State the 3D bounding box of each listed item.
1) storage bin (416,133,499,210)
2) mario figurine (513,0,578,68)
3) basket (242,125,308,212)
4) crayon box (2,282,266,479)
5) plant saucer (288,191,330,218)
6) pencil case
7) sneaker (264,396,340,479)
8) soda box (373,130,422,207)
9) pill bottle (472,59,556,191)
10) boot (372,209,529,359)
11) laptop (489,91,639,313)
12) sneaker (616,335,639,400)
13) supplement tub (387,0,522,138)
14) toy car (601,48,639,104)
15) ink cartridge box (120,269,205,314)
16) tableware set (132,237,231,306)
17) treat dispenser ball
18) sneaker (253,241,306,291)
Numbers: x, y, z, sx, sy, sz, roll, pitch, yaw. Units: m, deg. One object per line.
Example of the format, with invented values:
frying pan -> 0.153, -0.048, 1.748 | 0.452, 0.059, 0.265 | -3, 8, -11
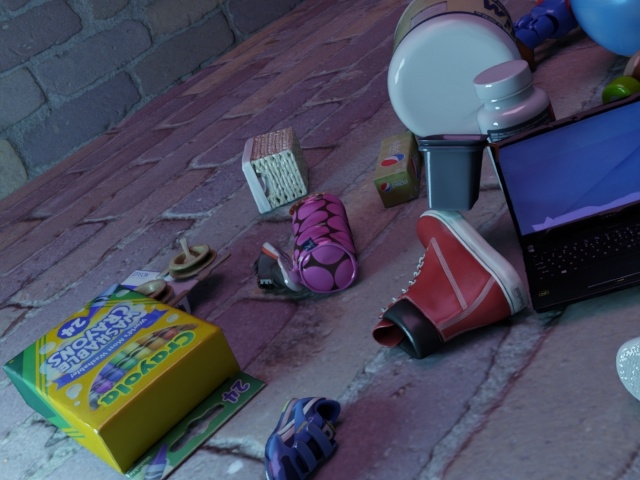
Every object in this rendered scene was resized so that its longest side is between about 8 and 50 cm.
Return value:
storage bin -> 0.180, -0.090, 1.043 | 0.098, 0.091, 0.135 | 2, 12, 16
mario figurine -> 0.523, -0.458, 1.689 | 0.320, 0.170, 0.198 | -37, 60, -2
basket -> -0.086, -0.145, 1.598 | 0.103, 0.113, 0.167 | -17, 24, 8
crayon box -> -0.254, 0.176, 1.069 | 0.323, 0.083, 0.203 | 15, 45, 44
plant saucer -> -0.018, -0.062, 1.476 | 0.083, 0.013, 0.083 | -21, 24, 10
pencil case -> 0.000, 0.000, 1.234 | 0.098, 0.095, 0.209 | -22, 21, 7
sneaker -> -0.018, 0.214, 0.848 | 0.059, 0.053, 0.144 | -13, 27, 21
soda box -> 0.138, -0.128, 1.404 | 0.061, 0.058, 0.181 | -17, 25, 19
pill bottle -> 0.289, -0.164, 1.172 | 0.108, 0.180, 0.108 | -21, 24, 10
boot -> 0.126, 0.050, 1.011 | 0.176, 0.088, 0.244 | -28, 27, -2
laptop -> 0.337, -0.057, 0.952 | 0.234, 0.136, 0.264 | -19, 18, 16
sneaker -> 0.384, 0.096, 0.681 | 0.240, 0.091, 0.126 | -5, 12, 40
supplement tub -> 0.250, -0.344, 1.505 | 0.235, 0.235, 0.325 | -17, 28, 18
toy car -> 0.500, -0.177, 1.062 | 0.155, 0.149, 0.188 | -39, 38, -24
ink cartridge box -> -0.314, 0.126, 1.334 | 0.206, 0.045, 0.208 | 2, 36, 45
tableware set -> -0.251, 0.057, 1.319 | 0.128, 0.039, 0.194 | -1, 32, 41
treat dispenser ball -> 0.568, -0.455, 1.369 | 0.288, 0.288, 0.288 | -21, 24, 10
sneaker -> -0.066, 0.057, 1.245 | 0.065, 0.061, 0.158 | -53, 23, 4
